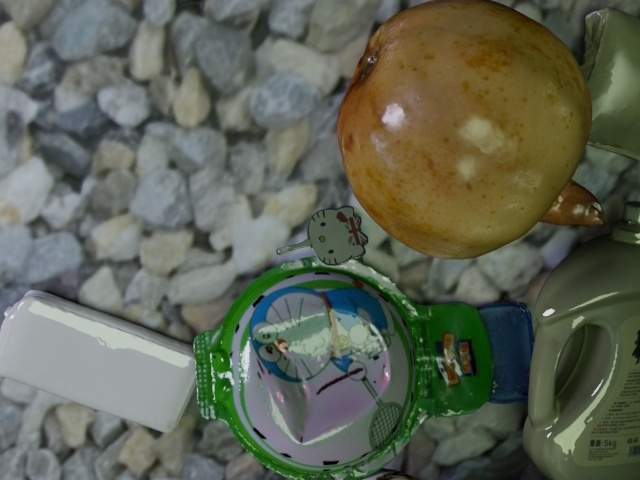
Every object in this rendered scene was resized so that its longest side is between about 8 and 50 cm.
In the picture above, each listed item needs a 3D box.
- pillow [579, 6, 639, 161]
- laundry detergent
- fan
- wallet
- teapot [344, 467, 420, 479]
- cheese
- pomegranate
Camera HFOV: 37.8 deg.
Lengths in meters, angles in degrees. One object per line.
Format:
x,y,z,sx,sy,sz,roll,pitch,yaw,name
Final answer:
0.308,-0.118,0.811,0.208,0.053,0.119,15,109,-11,pillow
0.268,0.090,0.843,0.181,0.091,0.254,-4,108,-20,laundry detergent
0.000,0.000,0.841,0.083,0.004,0.056,-17,71,-3,fan
-0.206,0.112,0.869,0.190,0.033,0.095,24,103,-10,wallet
0.033,0.307,0.836,0.299,0.165,0.209,19,113,36,teapot
0.047,0.109,0.842,0.320,0.083,0.204,-3,79,-12,cheese
0.112,-0.089,0.744,0.207,0.207,0.207,-1,108,-3,pomegranate
